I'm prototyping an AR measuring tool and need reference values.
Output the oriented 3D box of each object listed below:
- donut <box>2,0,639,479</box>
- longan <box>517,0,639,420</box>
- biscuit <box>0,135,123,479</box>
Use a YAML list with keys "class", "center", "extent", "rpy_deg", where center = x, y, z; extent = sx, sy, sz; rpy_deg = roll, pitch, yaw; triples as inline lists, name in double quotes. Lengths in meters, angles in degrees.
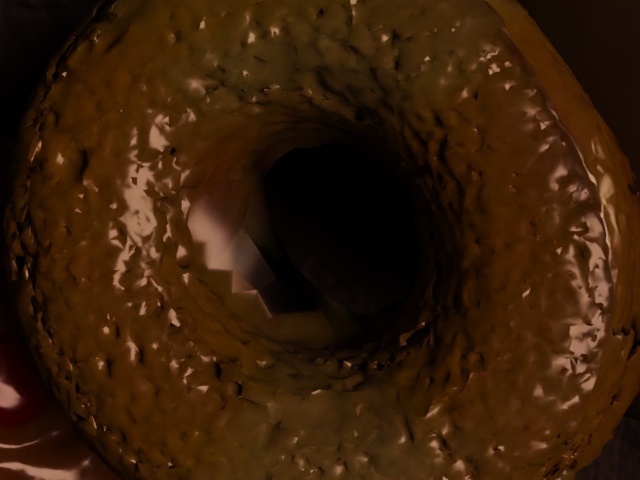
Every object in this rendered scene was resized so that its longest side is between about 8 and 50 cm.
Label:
- class: "donut"
  center: [0.000, 0.000, 0.587]
  extent: [0.272, 0.107, 0.272]
  rpy_deg: [0, 90, 6]
- class: "longan"
  center: [0.219, -0.076, 0.761]
  extent: [0.361, 0.361, 0.361]
  rpy_deg: [-5, 98, -35]
- class: "biscuit"
  center: [-0.169, 0.133, 0.653]
  extent: [0.350, 0.070, 0.394]
  rpy_deg: [37, 75, -32]
